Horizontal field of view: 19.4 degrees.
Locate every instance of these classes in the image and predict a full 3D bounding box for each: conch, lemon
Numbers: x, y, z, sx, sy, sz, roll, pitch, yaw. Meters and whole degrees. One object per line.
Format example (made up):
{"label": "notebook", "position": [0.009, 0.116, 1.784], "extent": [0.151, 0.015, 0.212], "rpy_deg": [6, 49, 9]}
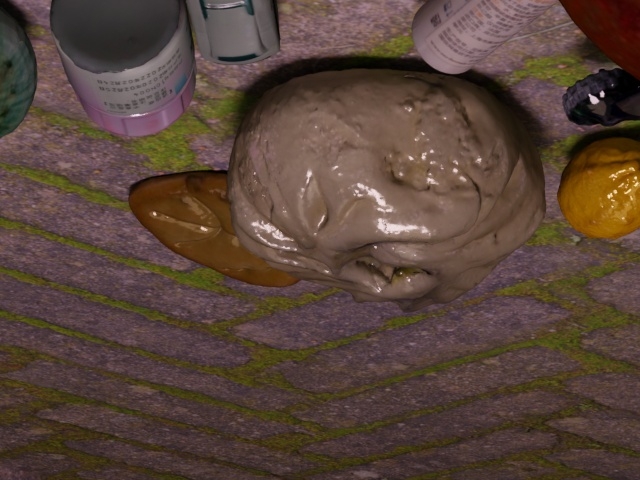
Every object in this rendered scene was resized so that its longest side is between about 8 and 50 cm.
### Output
{"label": "conch", "position": [-0.371, -0.177, 1.902], "extent": [0.176, 0.122, 0.188], "rpy_deg": [37, 143, -23]}
{"label": "lemon", "position": [0.334, -0.062, 2.137], "extent": [0.114, 0.114, 0.155], "rpy_deg": [9, 154, -17]}

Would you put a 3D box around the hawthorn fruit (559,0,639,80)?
{"label": "hawthorn fruit", "position": [0.298, -0.260, 1.386], "extent": [0.308, 0.308, 0.325], "rpy_deg": [-8, 149, 26]}

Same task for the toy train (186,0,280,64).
{"label": "toy train", "position": [-0.085, -0.241, 1.740], "extent": [0.086, 0.088, 0.407], "rpy_deg": [-7, 160, 1]}

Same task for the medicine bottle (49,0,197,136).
{"label": "medicine bottle", "position": [-0.190, -0.188, 1.831], "extent": [0.135, 0.135, 0.168], "rpy_deg": [2, 159, 2]}

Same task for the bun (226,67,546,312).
{"label": "bun", "position": [0.073, -0.044, 2.072], "extent": [0.360, 0.211, 0.359], "rpy_deg": [3, 159, 1]}

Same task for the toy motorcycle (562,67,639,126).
{"label": "toy motorcycle", "position": [0.368, -0.178, 1.844], "extent": [0.159, 0.106, 0.270], "rpy_deg": [13, 146, -36]}

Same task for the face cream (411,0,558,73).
{"label": "face cream", "position": [0.180, -0.239, 1.731], "extent": [0.082, 0.082, 0.269], "rpy_deg": [12, 156, -24]}

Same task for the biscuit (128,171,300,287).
{"label": "biscuit", "position": [-0.117, -0.015, 2.343], "extent": [0.260, 0.041, 0.203], "rpy_deg": [18, 147, -6]}
